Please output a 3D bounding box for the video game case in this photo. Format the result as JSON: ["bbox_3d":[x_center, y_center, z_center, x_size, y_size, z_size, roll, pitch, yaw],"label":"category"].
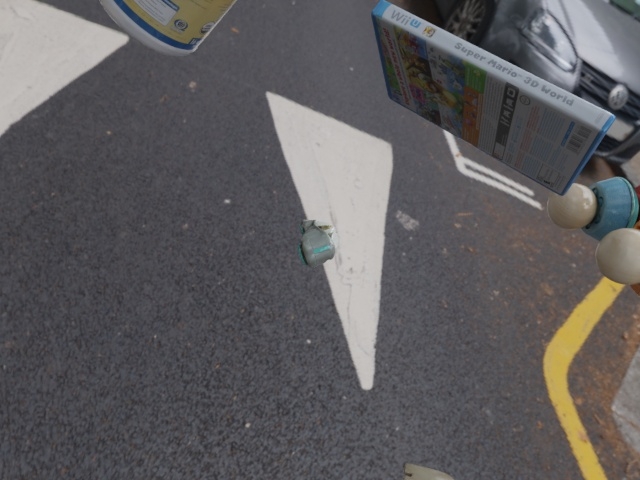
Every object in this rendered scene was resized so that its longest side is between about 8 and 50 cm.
[{"bbox_3d":[0.114,-0.098,0.385,0.166,0.015,0.119,35,-3,19],"label":"video game case"}]

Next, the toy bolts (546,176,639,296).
[{"bbox_3d":[0.374,-0.049,0.617,0.159,0.218,0.228,5,10,-3],"label":"toy bolts"}]

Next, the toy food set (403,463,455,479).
[{"bbox_3d":[0.088,0.216,0.277,0.133,0.038,0.192,13,25,10],"label":"toy food set"}]

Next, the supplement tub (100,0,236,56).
[{"bbox_3d":[-0.156,-0.336,0.635,0.144,0.200,0.144,36,34,-29],"label":"supplement tub"}]

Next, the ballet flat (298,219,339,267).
[{"bbox_3d":[0.000,0.000,0.943,0.213,0.068,0.072,-95,165,-79],"label":"ballet flat"}]
